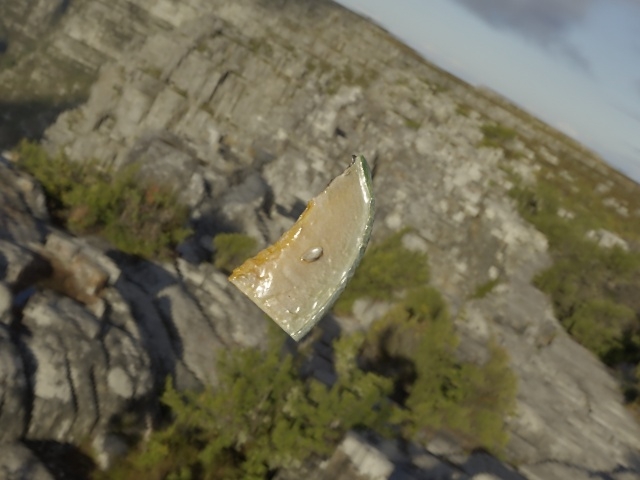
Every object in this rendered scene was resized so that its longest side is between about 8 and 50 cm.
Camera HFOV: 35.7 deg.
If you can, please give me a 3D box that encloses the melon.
[{"bbox_3d":[0.004,0.007,0.978,0.098,0.182,0.054,47,-8,-14],"label":"melon"}]
